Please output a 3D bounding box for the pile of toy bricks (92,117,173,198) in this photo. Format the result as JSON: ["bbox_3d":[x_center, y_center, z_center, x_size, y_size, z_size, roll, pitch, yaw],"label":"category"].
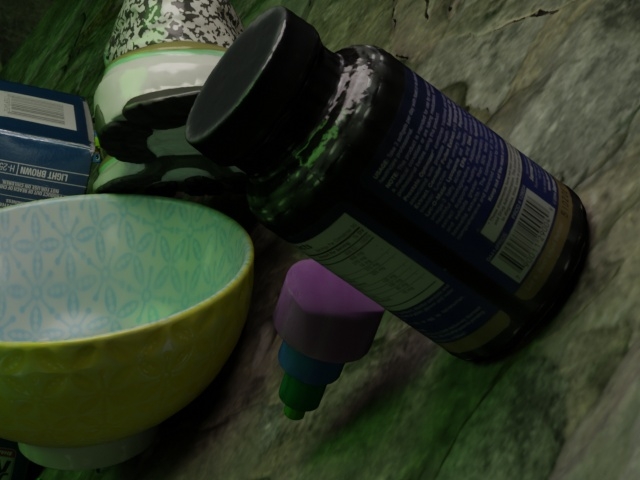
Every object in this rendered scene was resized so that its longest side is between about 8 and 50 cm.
[{"bbox_3d":[-0.184,-0.066,1.728,0.212,0.118,0.105,-8,77,42],"label":"pile of toy bricks"}]

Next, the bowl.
[{"bbox_3d":[-0.190,0.085,1.344,0.289,0.289,0.156,-110,14,-66],"label":"bowl"}]

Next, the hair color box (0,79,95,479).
[{"bbox_3d":[-0.294,0.043,1.580,0.174,0.105,0.347,-115,38,-67],"label":"hair color box"}]

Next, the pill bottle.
[{"bbox_3d":[0.036,-0.034,0.981,0.123,0.219,0.123,-45,22,24],"label":"pill bottle"}]

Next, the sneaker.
[{"bbox_3d":[-0.112,-0.138,1.414,0.410,0.158,0.182,134,136,-77],"label":"sneaker"}]

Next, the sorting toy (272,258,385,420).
[{"bbox_3d":[0.000,0.000,1.217,0.365,0.127,0.126,-85,13,-57],"label":"sorting toy"}]

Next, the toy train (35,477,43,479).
[{"bbox_3d":[-0.253,0.240,1.490,0.023,0.017,0.083,-33,27,23],"label":"toy train"}]
